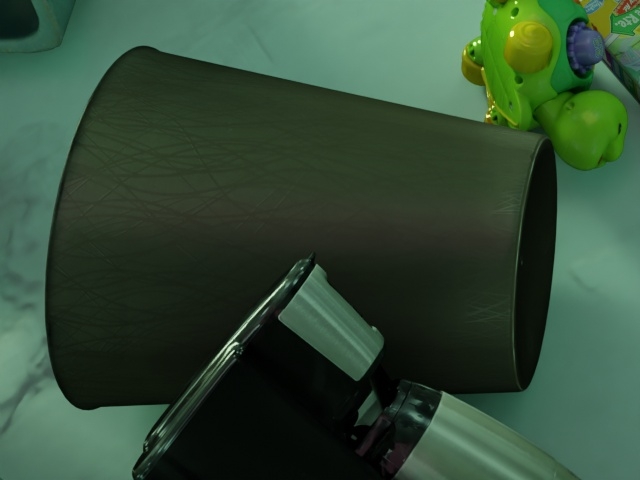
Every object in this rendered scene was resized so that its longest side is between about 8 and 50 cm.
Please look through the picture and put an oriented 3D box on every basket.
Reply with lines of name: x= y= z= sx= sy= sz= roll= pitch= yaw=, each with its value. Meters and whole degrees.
basket: x=0.000 y=0.000 z=0.741 sx=0.226 sy=0.154 sz=0.204 roll=5 pitch=65 yaw=16

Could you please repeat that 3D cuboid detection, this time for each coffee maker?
coffee maker: x=0.008 y=0.122 z=0.616 sx=0.178 sy=0.120 sz=0.171 roll=37 pitch=62 yaw=-1

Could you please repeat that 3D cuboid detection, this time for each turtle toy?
turtle toy: x=0.125 y=-0.093 z=0.792 sx=0.066 sy=0.095 sz=0.130 roll=-8 pitch=58 yaw=-10

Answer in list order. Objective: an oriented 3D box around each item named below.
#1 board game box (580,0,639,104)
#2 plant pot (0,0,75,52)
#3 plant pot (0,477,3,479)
board game box: x=0.234 y=-0.132 z=0.807 sx=0.154 sy=0.026 sz=0.103 roll=-32 pitch=57 yaw=-2
plant pot: x=-0.274 y=-0.295 z=0.947 sx=0.247 sy=0.248 sz=0.252 roll=1 pitch=46 yaw=19
plant pot: x=-0.242 y=0.190 z=0.657 sx=0.293 sy=0.293 sz=0.196 roll=17 pitch=41 yaw=25
